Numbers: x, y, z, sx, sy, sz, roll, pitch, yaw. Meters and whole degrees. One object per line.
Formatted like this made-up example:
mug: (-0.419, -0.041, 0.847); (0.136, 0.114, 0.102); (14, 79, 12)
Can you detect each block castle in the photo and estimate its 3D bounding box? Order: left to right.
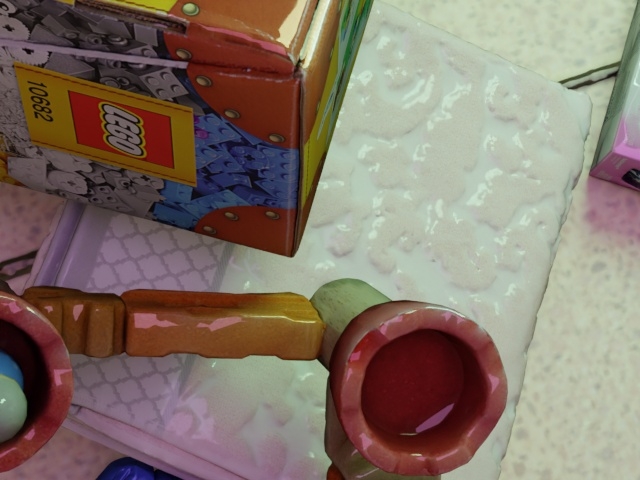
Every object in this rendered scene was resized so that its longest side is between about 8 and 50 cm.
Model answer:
block castle: (-0.072, 0.243, 0.849); (0.303, 0.213, 0.453); (2, 99, -14)

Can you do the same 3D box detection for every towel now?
towel: (0.000, 0.000, 1.026); (0.317, 0.053, 0.332); (24, 72, -17)

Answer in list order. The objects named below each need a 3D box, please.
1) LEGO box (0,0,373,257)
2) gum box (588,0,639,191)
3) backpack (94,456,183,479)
LEGO box: (-0.121, -0.289, 0.944); (0.372, 0.193, 0.500); (15, 64, 5)
gum box: (0.258, -0.110, 1.119); (0.107, 0.062, 0.188); (18, 77, -1)
backpack: (-0.113, 0.196, 1.000); (0.101, 0.098, 0.120); (35, 86, 1)
